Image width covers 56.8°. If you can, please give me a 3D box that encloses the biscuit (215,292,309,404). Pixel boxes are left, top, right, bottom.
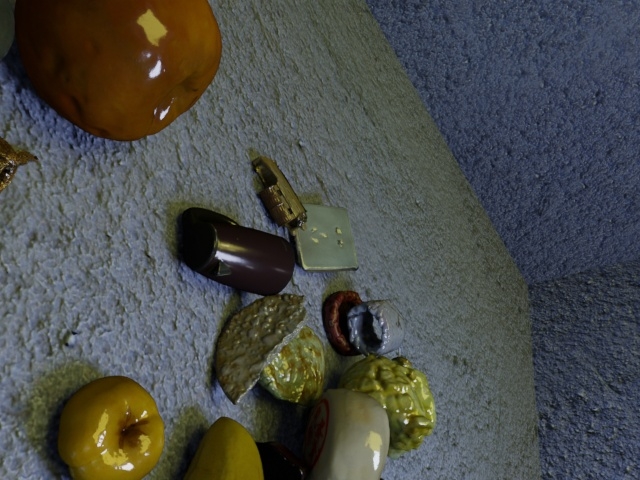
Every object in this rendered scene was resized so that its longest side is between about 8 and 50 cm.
[{"bbox_3d":[-0.140,0.207,1.265,0.290,0.141,0.038,-49,157,-33],"label":"biscuit"}]

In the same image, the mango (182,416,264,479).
[{"bbox_3d":[-0.173,0.492,1.036,0.195,0.142,0.331,58,30,-31],"label":"mango"}]

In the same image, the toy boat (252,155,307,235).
[{"bbox_3d":[-0.112,-0.116,1.547,0.088,0.068,0.226,-34,95,-46],"label":"toy boat"}]

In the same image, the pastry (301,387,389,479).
[{"bbox_3d":[0.045,0.442,1.265,0.133,0.265,0.265,15,53,-14],"label":"pastry"}]

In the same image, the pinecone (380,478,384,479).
[{"bbox_3d":[0.106,0.657,1.306,0.292,0.246,0.246,18,58,-45],"label":"pinecone"}]

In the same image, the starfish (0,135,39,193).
[{"bbox_3d":[-0.500,-0.135,0.952,0.130,0.041,0.133,-25,95,-61],"label":"starfish"}]

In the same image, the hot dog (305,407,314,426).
[{"bbox_3d":[0.001,0.479,1.410,0.072,0.055,0.188,25,54,-53],"label":"hot dog"}]

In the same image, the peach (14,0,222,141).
[{"bbox_3d":[-0.356,-0.361,1.053,0.301,0.343,0.343,45,32,1],"label":"peach"}]

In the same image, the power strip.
[{"bbox_3d":[0.000,0.000,1.666,0.213,0.064,0.198,3,71,-37],"label":"power strip"}]

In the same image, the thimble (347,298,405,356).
[{"bbox_3d":[0.153,0.239,1.622,0.118,0.127,0.151,-1,71,-56],"label":"thimble"}]

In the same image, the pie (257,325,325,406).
[{"bbox_3d":[-0.072,0.282,1.369,0.248,0.090,0.201,32,46,-45],"label":"pie"}]

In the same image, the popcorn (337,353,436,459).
[{"bbox_3d":[0.165,0.437,1.518,0.293,0.293,0.237,64,12,-11],"label":"popcorn"}]

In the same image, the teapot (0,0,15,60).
[{"bbox_3d":[-0.535,-0.236,0.758,0.321,0.239,0.239,58,33,-12],"label":"teapot"}]

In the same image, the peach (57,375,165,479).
[{"bbox_3d":[-0.326,0.304,0.928,0.179,0.103,0.179,40,39,-42],"label":"peach"}]

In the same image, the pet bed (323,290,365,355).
[{"bbox_3d":[0.077,0.233,1.679,0.201,0.053,0.201,26,55,-45],"label":"pet bed"}]

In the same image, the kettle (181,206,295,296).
[{"bbox_3d":[-0.190,0.014,1.291,0.232,0.144,0.202,22,36,-50],"label":"kettle"}]

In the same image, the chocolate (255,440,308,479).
[{"bbox_3d":[-0.085,0.473,1.225,0.080,0.125,0.148,12,58,-75],"label":"chocolate"}]
